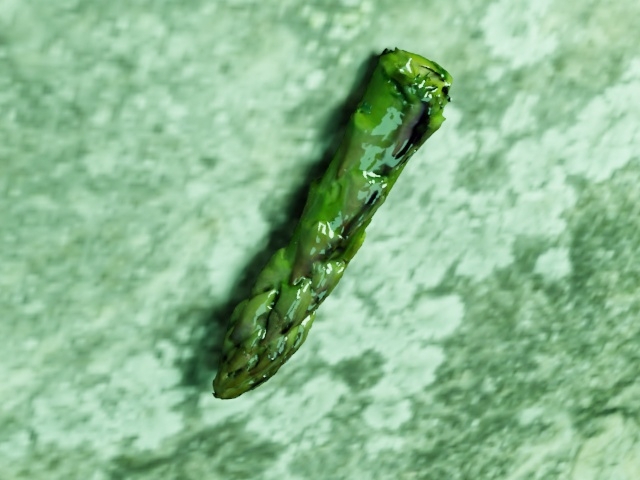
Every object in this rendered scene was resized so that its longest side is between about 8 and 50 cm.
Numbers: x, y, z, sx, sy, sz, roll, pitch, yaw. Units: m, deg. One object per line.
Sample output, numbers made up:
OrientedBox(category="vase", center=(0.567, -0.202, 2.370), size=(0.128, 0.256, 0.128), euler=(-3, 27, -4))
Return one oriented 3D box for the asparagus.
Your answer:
OrientedBox(category="asparagus", center=(0.000, 0.000, 0.592), size=(0.165, 0.030, 0.036), euler=(-58, 155, 17))
